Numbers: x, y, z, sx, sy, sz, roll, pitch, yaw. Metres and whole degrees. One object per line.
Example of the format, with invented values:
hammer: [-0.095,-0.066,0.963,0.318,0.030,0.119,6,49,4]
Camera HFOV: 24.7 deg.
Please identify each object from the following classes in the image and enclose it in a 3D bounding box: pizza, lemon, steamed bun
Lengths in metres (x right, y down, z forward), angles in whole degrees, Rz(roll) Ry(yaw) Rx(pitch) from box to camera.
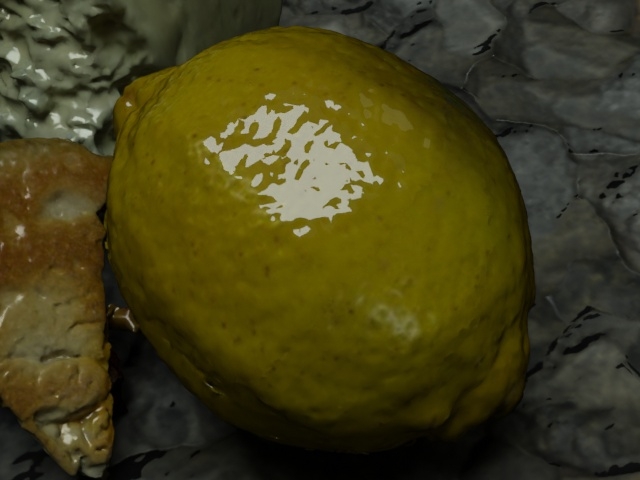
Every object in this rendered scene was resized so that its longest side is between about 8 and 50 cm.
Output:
pizza: [-0.160,0.043,0.791,0.154,0.193,0.069,-24,5,-31]
lemon: [0.000,0.000,0.749,0.260,0.204,0.204,41,65,12]
steamed bun: [-0.183,-0.187,0.898,0.290,0.272,0.273,25,58,22]
